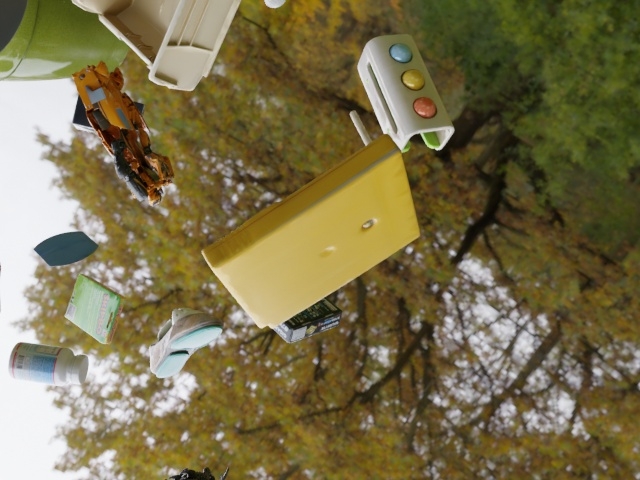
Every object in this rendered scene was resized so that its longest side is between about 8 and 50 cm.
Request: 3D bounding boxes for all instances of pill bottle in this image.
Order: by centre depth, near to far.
[{"bbox_3d":[-0.612,0.281,1.831,0.160,0.087,0.087,8,-160,2],"label":"pill bottle"}]

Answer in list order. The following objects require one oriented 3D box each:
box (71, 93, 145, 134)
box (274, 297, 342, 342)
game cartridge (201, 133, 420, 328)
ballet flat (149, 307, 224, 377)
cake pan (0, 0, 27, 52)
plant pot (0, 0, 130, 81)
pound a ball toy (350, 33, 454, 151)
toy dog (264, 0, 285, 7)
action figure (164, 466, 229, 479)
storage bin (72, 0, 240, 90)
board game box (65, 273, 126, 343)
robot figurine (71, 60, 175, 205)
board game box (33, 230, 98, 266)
[{"bbox_3d":[-0.525,-0.308,2.017,0.158,0.093,0.156,13,180,-13],"label":"box"},{"bbox_3d":[-0.080,0.162,2.103,0.175,0.051,0.220,-15,-138,-41],"label":"box"},{"bbox_3d":[0.000,0.000,1.280,0.052,0.324,0.285,57,176,29],"label":"game cartridge"},{"bbox_3d":[-0.331,0.222,1.918,0.108,0.316,0.106,4,-122,-38],"label":"ballet flat"},{"bbox_3d":[-0.509,-0.347,1.075,0.054,0.293,0.293,24,-166,28],"label":"cake pan"},{"bbox_3d":[-0.628,-0.514,1.831,0.353,0.366,0.366,-1,-144,-48],"label":"plant pot"},{"bbox_3d":[0.171,-0.318,1.865,0.208,0.135,0.319,-9,-115,-21],"label":"pound a ball toy"},{"bbox_3d":[-0.068,-0.610,1.738,0.334,0.220,0.161,9,170,-31],"label":"toy dog"},{"bbox_3d":[-0.323,0.584,1.788,0.164,0.276,0.140,-45,-61,-79],"label":"action figure"},{"bbox_3d":[-0.268,-0.427,1.348,0.123,0.260,0.262,-5,-138,-51],"label":"storage bin"},{"bbox_3d":[-0.573,0.174,2.070,0.039,0.124,0.259,19,179,-38],"label":"board game box"},{"bbox_3d":[-0.383,-0.207,1.617,0.290,0.085,0.211,62,-175,-5],"label":"robot figurine"},{"bbox_3d":[-0.640,0.032,2.055,0.133,0.033,0.169,-25,-143,-30],"label":"board game box"}]
